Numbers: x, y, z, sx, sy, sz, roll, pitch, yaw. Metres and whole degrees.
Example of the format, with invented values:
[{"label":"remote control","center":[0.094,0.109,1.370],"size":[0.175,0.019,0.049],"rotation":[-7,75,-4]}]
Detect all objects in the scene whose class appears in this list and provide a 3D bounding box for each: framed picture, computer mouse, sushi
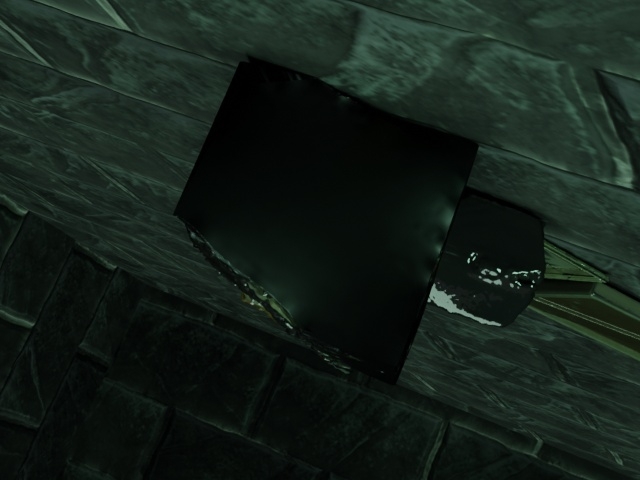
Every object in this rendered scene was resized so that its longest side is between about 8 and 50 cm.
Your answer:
[{"label":"framed picture","center":[0.401,0.123,1.631],"size":[0.335,0.022,0.247],"rotation":[26,171,-15]},{"label":"framed picture","center":[0.191,0.005,1.520],"size":[0.173,0.010,0.231],"rotation":[27,170,-20]},{"label":"computer mouse","center":[0.119,0.003,1.366],"size":[0.217,0.122,0.073],"rotation":[21,-166,17]},{"label":"sushi","center":[-0.001,0.000,1.263],"size":[0.227,0.215,0.212],"rotation":[20,163,9]}]
